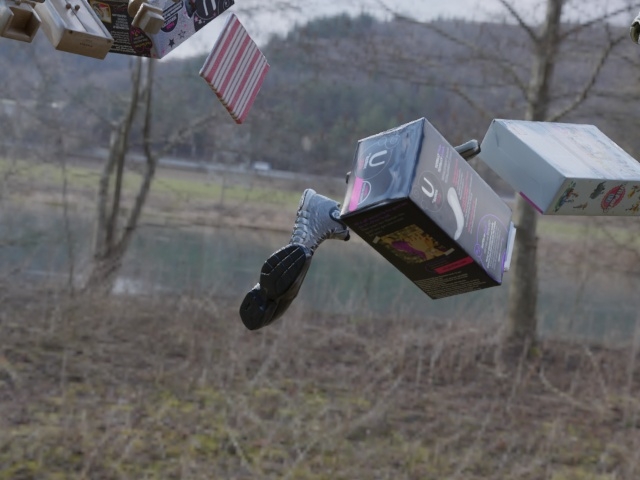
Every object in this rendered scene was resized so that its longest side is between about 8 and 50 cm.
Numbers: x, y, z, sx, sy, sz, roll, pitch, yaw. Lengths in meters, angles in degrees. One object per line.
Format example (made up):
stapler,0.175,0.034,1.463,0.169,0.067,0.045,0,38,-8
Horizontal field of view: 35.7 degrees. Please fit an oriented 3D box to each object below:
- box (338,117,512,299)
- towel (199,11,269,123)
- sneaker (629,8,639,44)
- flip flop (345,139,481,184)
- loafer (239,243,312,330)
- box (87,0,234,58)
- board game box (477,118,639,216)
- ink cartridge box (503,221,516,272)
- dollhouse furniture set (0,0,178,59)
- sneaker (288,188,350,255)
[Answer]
box,0.177,-0.044,1.623,0.143,0.165,0.270,-15,-43,39
towel,-0.170,-0.335,1.952,0.029,0.144,0.197,16,-18,26
sneaker,0.525,-0.355,1.582,0.064,0.086,0.192,36,24,-10
flip flop,0.173,-0.157,1.897,0.277,0.080,0.112,-18,-1,-11
loafer,-0.056,0.064,1.454,0.061,0.170,0.062,-7,56,-45
box,-0.318,-0.486,2.000,0.163,0.142,0.247,14,46,33
board game box,0.501,-0.146,1.991,0.303,0.097,0.224,-1,37,-35
ink cartridge box,0.282,0.009,1.809,0.090,0.092,0.143,28,-28,-28
dollhouse furniture set,-0.385,-0.513,1.696,0.303,0.355,0.174,2,42,-49
sneaker,0.000,0.000,2.246,0.132,0.229,0.086,17,-20,-8
